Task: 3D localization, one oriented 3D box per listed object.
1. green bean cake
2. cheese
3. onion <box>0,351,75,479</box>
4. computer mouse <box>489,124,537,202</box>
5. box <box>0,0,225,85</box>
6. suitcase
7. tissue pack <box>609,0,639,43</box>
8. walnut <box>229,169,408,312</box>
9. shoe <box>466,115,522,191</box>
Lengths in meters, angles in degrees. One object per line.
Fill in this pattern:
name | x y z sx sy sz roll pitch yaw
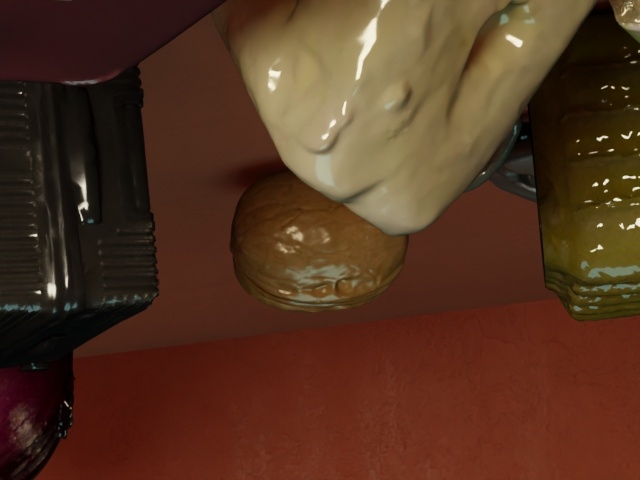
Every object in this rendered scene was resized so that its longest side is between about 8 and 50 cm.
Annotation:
green bean cake | 0.244 -0.060 1.366 0.124 0.236 0.233 -6 167 8
cheese | 0.039 -0.174 0.902 0.248 0.251 0.174 -46 144 10
onion | -0.370 0.084 1.673 0.385 0.348 0.348 -43 180 -18
computer mouse | 0.314 -0.072 1.676 0.389 0.115 0.199 -3 166 -22
box | -0.118 -0.180 0.682 0.193 0.167 0.294 1 166 -31
suitcase | -0.249 -0.022 1.248 0.152 0.229 0.335 -3 169 -25
tissue pack | 0.288 -0.180 1.046 0.159 0.125 0.234 -15 166 25
walnut | 0.000 0.000 1.730 0.197 0.165 0.165 3 167 -13
shoe | 0.135 -0.092 1.485 0.103 0.100 0.251 -8 167 0
